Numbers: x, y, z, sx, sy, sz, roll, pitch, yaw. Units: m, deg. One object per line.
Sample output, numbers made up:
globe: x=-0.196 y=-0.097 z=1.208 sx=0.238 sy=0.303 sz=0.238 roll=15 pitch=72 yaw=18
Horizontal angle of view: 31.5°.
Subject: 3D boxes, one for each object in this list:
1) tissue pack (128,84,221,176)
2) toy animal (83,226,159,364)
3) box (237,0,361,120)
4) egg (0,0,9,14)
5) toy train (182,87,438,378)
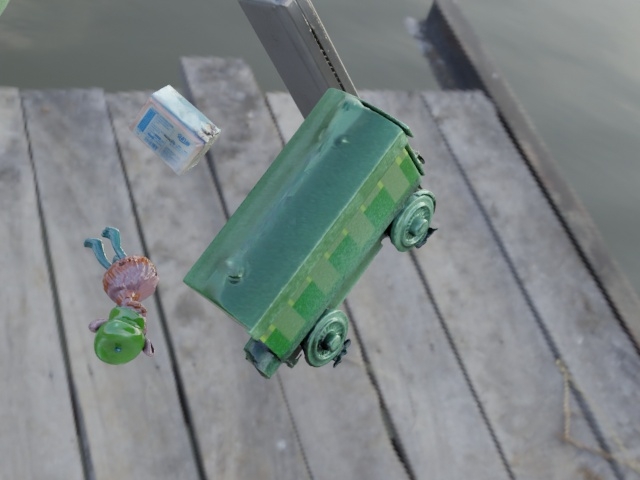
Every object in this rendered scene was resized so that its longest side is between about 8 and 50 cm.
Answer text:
tissue pack: x=-0.185 y=-0.139 z=1.430 sx=0.094 sy=0.074 sz=0.059 roll=43 pitch=36 yaw=-1
toy animal: x=-0.256 y=0.077 z=1.442 sx=0.100 sy=0.103 sz=0.208 roll=13 pitch=35 yaw=-29
box: x=-0.023 y=-0.254 z=1.572 sx=0.103 sy=0.243 sz=0.055 roll=20 pitch=61 yaw=44
egg: x=-0.559 y=-0.427 z=1.682 sx=0.220 sy=0.269 sz=0.220 roll=10 pitch=40 yaw=-9
toy train: x=0.000 y=0.000 z=1.197 sx=0.120 sy=0.202 sz=0.301 roll=31 pitch=80 yaw=32
